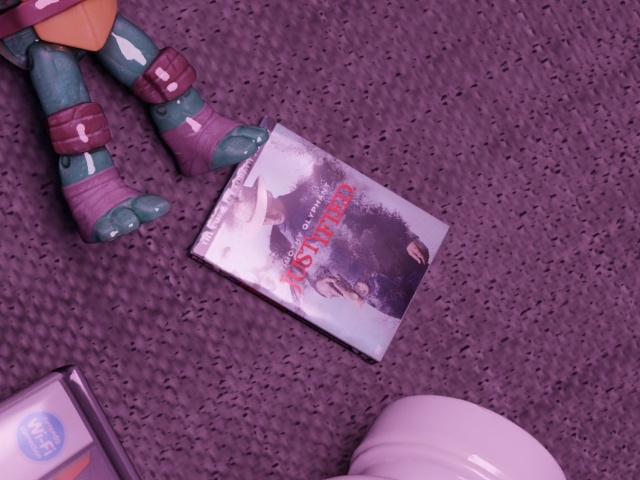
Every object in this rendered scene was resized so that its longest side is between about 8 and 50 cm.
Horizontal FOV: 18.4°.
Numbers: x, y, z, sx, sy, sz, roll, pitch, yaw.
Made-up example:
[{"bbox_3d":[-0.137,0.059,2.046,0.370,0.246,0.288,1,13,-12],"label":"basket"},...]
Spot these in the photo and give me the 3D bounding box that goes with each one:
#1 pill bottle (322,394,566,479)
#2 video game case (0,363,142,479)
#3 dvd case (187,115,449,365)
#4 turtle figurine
[{"bbox_3d":[0.021,0.210,0.944,0.152,0.152,0.272,39,54,-9],"label":"pill bottle"},{"bbox_3d":[-0.159,0.238,0.952,0.248,0.035,0.275,-31,96,-26],"label":"video game case"},{"bbox_3d":[0.000,0.000,1.058,0.119,0.013,0.087,31,77,-10],"label":"dvd case"},{"bbox_3d":[-0.125,-0.125,0.981,0.175,0.118,0.234,-32,105,-17],"label":"turtle figurine"}]
